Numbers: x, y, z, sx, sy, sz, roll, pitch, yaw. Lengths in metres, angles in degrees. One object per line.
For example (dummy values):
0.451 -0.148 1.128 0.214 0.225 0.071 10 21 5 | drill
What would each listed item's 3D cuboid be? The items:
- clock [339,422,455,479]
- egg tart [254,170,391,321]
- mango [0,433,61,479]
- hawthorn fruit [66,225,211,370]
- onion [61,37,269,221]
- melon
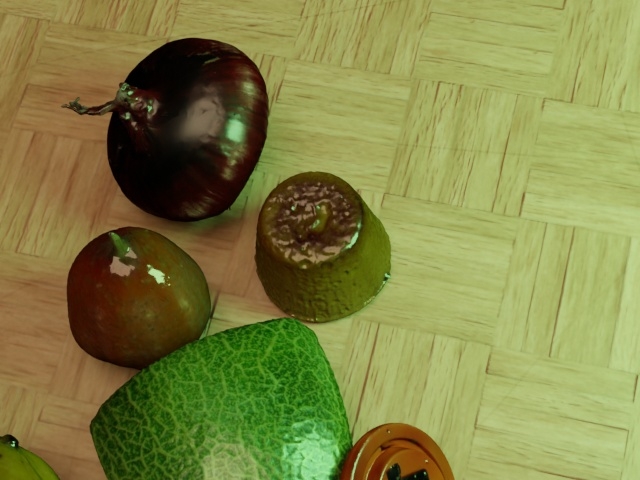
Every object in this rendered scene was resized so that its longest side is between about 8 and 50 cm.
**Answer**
0.104 0.333 1.699 0.051 0.205 0.205 -16 57 44 | clock
0.000 0.000 1.876 0.202 0.147 0.203 -2 67 4 | egg tart
-0.530 0.424 1.723 0.445 0.220 0.301 -34 72 2 | mango
-0.257 0.061 1.826 0.199 0.251 0.199 -4 51 5 | hawthorn fruit
-0.211 -0.169 1.914 0.273 0.285 0.273 -18 62 39 | onion
-0.093 0.309 1.733 0.331 0.226 0.343 -20 51 -21 | melon
